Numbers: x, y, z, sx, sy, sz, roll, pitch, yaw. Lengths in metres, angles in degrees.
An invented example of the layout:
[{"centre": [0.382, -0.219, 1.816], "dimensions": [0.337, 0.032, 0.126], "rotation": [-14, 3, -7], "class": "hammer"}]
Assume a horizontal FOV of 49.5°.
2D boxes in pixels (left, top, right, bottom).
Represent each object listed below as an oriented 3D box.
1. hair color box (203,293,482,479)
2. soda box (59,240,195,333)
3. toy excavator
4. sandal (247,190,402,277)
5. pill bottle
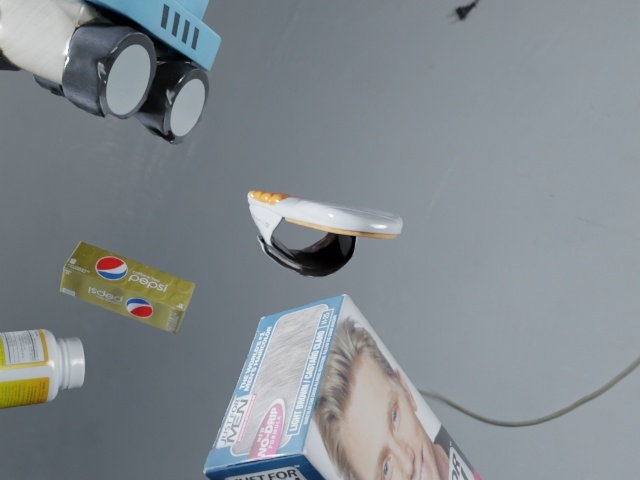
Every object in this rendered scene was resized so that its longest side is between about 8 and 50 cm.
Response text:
[{"centre": [0.054, 0.237, 0.666], "dimensions": [0.105, 0.347, 0.174], "rotation": [-19, 32, 29], "class": "hair color box"}, {"centre": [-0.282, 0.070, 1.024], "dimensions": [0.061, 0.181, 0.058], "rotation": [-77, 11, -50], "class": "soda box"}, {"centre": [-0.202, -0.371, 0.920], "dimensions": [0.222, 0.433, 0.446], "rotation": [24, 95, 14], "class": "toy excavator"}, {"centre": [-0.010, -0.001, 0.654], "dimensions": [0.265, 0.101, 0.076], "rotation": [-159, 77, -71], "class": "sandal"}, {"centre": [-0.487, 0.202, 1.084], "dimensions": [0.117, 0.214, 0.118], "rotation": [2, 93, 57], "class": "pill bottle"}]
